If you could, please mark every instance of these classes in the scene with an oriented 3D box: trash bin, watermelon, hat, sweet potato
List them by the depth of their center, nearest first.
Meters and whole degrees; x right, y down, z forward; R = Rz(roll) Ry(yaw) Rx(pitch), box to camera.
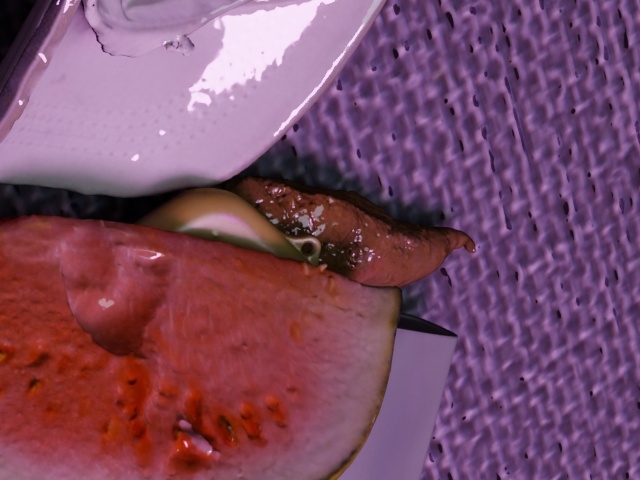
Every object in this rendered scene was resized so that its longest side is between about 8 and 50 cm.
[{"bbox_3d":[-0.076,-0.149,0.874,0.301,0.168,0.258,-52,152,19],"label":"hat"},{"bbox_3d":[-0.108,0.090,0.892,0.303,0.159,0.128,7,142,-21],"label":"watermelon"},{"bbox_3d":[0.000,0.000,1.007,0.206,0.060,0.068,6,140,-39],"label":"sweet potato"},{"bbox_3d":[0.004,0.100,1.044,0.116,0.059,0.130,11,98,-37],"label":"trash bin"}]

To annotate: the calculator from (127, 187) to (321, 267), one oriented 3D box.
[{"bbox_3d":[-0.086,0.081,0.953,0.236,0.033,0.157,-45,116,-1],"label":"calculator"}]
